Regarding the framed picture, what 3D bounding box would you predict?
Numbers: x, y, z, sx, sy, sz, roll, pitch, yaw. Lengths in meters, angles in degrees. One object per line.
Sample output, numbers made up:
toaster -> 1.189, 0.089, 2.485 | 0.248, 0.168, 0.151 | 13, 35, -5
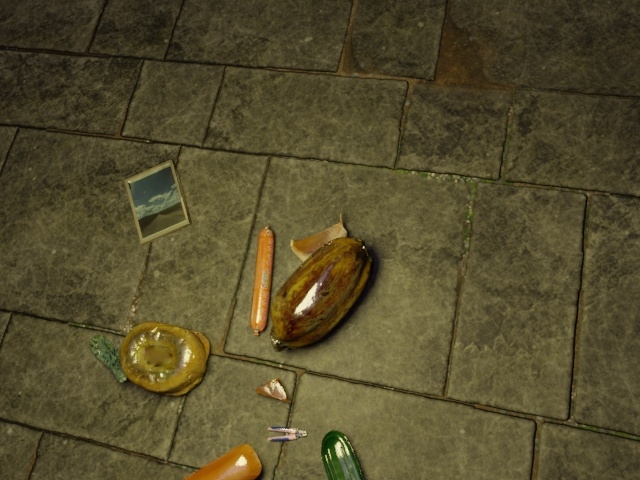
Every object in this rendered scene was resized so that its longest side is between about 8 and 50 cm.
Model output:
framed picture -> -0.549, -0.131, 1.889 | 0.189, 0.023, 0.259 | -22, 70, 6

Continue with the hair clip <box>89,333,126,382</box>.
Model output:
hair clip -> -0.644, 0.365, 1.718 | 0.229, 0.036, 0.066 | 34, 81, 38

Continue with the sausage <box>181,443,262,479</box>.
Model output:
sausage -> -0.288, 0.664, 1.540 | 0.274, 0.105, 0.105 | -31, 70, -1

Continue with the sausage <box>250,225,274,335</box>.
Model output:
sausage -> -0.177, 0.119, 1.721 | 0.053, 0.053, 0.347 | 0, 72, 10

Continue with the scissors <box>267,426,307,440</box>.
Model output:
scissors -> -0.095, 0.548, 1.588 | 0.114, 0.012, 0.039 | -4, 72, 9

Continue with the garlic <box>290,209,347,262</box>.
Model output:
garlic -> 0.012, 0.001, 1.712 | 0.198, 0.090, 0.128 | -35, 57, 3

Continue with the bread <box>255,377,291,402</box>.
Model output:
bread -> -0.128, 0.427, 1.617 | 0.109, 0.043, 0.062 | 15, 77, 16

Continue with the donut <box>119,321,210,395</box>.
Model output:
donut -> -0.465, 0.350, 1.660 | 0.262, 0.128, 0.208 | 4, 74, 13

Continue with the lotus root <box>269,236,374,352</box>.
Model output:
lotus root -> 0.001, 0.158, 1.597 | 0.397, 0.196, 0.179 | -45, 35, -5

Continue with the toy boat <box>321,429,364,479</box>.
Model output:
toy boat -> 0.060, 0.621, 1.516 | 0.104, 0.052, 0.210 | -31, 67, 22
